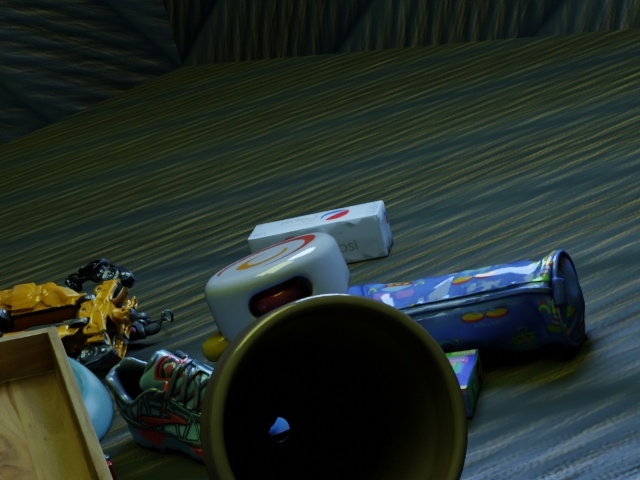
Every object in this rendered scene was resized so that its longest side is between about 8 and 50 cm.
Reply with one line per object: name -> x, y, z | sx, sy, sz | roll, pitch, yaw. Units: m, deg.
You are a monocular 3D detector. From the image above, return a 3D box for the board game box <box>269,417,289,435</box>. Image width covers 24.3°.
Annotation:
board game box -> -0.043, 0.192, 1.834 | 0.133, 0.033, 0.169 | -21, 32, 13

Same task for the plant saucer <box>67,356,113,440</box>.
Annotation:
plant saucer -> -0.431, 0.211, 1.946 | 0.317, 0.044, 0.318 | 2, 24, -1

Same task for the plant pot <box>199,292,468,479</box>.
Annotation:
plant pot -> -0.010, 0.193, 1.521 | 0.263, 0.263, 0.229 | -22, -1, -18

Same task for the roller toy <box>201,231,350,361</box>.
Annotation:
roller toy -> -0.047, 0.089, 1.982 | 0.191, 0.146, 0.209 | -14, 12, 46

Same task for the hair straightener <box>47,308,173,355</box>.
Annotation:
hair straightener -> -0.320, 0.129, 2.258 | 0.230, 0.047, 0.089 | -14, 16, 23

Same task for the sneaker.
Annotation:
sneaker -> -0.164, 0.192, 1.778 | 0.261, 0.125, 0.104 | -4, 39, 41

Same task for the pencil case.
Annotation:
pencil case -> 0.168, 0.092, 1.820 | 0.306, 0.119, 0.133 | -11, -11, 18

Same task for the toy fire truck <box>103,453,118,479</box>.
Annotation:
toy fire truck -> -0.308, 0.293, 1.741 | 0.135, 0.047, 0.192 | -23, 19, -23

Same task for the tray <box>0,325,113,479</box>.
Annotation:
tray -> -0.368, 0.234, 1.713 | 0.202, 0.076, 0.411 | -13, 24, -14

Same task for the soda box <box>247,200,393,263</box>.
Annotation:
soda box -> 0.000, 0.000, 2.341 | 0.216, 0.074, 0.069 | -11, 18, 15

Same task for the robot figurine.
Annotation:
robot figurine -> -0.393, 0.132, 2.188 | 0.291, 0.085, 0.211 | -8, 49, 21

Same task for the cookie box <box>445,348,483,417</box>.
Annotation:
cookie box -> 0.138, 0.172, 1.737 | 0.091, 0.040, 0.107 | -10, 19, 17
